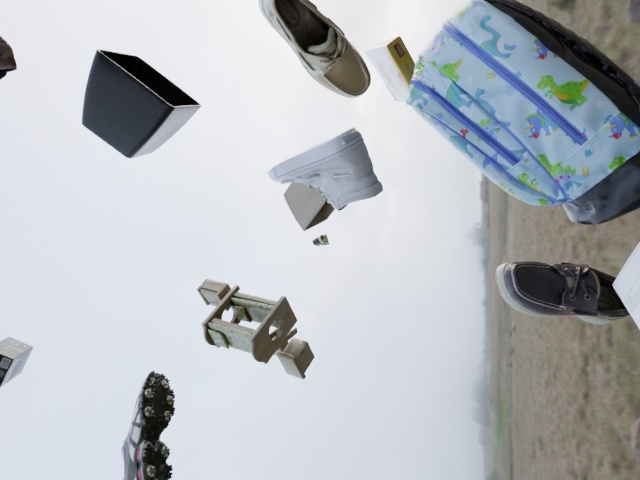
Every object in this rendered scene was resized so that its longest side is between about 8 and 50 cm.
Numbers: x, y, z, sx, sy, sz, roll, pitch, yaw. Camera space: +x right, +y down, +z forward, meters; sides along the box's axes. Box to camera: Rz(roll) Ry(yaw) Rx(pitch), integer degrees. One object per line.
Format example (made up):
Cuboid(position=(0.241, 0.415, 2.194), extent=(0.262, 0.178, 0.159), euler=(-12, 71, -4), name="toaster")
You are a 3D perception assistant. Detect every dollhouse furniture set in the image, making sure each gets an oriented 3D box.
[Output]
Cuboid(position=(-0.128, 0.169, 0.784), extent=(0.101, 0.182, 0.160), euler=(-52, -45, -36), name="dollhouse furniture set")

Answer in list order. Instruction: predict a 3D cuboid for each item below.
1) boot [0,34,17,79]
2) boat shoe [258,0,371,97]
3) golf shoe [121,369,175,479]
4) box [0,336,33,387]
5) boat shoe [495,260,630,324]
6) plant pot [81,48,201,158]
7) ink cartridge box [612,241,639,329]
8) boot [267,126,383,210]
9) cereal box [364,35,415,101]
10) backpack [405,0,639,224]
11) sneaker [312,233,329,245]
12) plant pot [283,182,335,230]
Cuboid(position=(-0.570, -0.303, 0.769), extent=(0.042, 0.119, 0.087), euler=(-90, -23, -74), name="boot")
Cuboid(position=(0.003, -0.396, 0.951), extent=(0.302, 0.109, 0.098), euler=(37, -167, -34), name="boat shoe")
Cuboid(position=(-0.419, 0.445, 1.096), extent=(0.105, 0.120, 0.272), euler=(43, -152, -44), name="golf shoe")
Cuboid(position=(-0.585, 0.224, 0.859), extent=(0.062, 0.052, 0.083), euler=(-64, 10, -1), name="box")
Cuboid(position=(0.426, 0.081, 0.782), extent=(0.092, 0.285, 0.102), euler=(138, 142, -55), name="boat shoe")
Cuboid(position=(-0.415, -0.293, 1.041), extent=(0.167, 0.188, 0.187), euler=(-50, 8, 16), name="plant pot")
Cuboid(position=(0.438, 0.095, 0.474), extent=(0.217, 0.159, 0.092), euler=(-86, -1, -52), name="ink cartridge box")
Cuboid(position=(0.001, -0.104, 0.821), extent=(0.095, 0.258, 0.123), euler=(-34, -76, -28), name="boot")
Cuboid(position=(0.208, -0.461, 1.271), extent=(0.173, 0.047, 0.240), euler=(53, -176, -19), name="cereal box")
Cuboid(position=(0.303, -0.198, 0.679), extent=(0.355, 0.273, 0.290), euler=(55, -144, 1), name="backpack")
Cuboid(position=(0.000, 0.000, 1.293), extent=(0.083, 0.035, 0.031), euler=(22, -130, -72), name="sneaker")
Cuboid(position=(-0.017, -0.102, 1.049), extent=(0.109, 0.096, 0.109), euler=(-52, -12, 33), name="plant pot")
